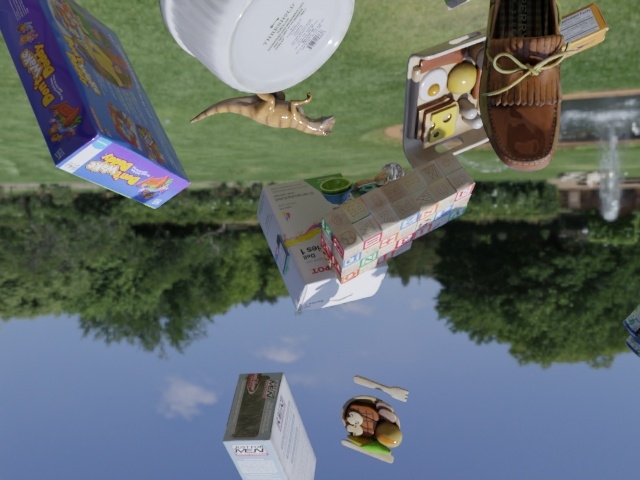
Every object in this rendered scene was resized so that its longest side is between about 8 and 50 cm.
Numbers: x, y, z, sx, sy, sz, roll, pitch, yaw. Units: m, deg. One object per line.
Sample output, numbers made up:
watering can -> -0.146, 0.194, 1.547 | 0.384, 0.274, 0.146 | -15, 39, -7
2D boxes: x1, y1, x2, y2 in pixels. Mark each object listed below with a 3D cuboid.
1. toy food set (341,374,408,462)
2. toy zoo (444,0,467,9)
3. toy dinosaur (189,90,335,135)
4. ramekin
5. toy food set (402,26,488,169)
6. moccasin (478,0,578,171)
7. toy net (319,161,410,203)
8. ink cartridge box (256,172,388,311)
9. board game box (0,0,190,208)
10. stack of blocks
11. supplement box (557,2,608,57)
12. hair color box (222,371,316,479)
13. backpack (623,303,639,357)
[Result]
toy food set -> 0.102, 0.368, 1.374 | 0.133, 0.192, 0.038 | 15, -152, 16
toy zoo -> 0.240, -0.590, 1.261 | 0.192, 0.293, 0.030 | -33, -168, -35
toy dinosaur -> -0.082, -0.190, 0.965 | 0.212, 0.112, 0.064 | 10, -149, -2
ramekin -> -0.059, -0.260, 0.749 | 0.207, 0.207, 0.109 | -4, -131, -52
toy food set -> 0.294, -0.300, 1.456 | 0.220, 0.306, 0.092 | -24, -128, -17
moccasin -> 0.335, -0.298, 1.108 | 0.139, 0.379, 0.147 | 7, 169, 11
toy net -> 0.116, -0.126, 1.481 | 0.232, 0.045, 0.122 | -26, -150, -29
ink cartridge box -> 0.000, 0.000, 1.543 | 0.202, 0.278, 0.117 | -12, 148, -22
board game box -> -0.358, -0.234, 1.067 | 0.078, 0.347, 0.233 | -34, 158, 11
stack of blocks -> 0.150, -0.042, 1.375 | 0.297, 0.087, 0.171 | -27, 158, -12
supplement box -> 0.538, -0.460, 1.597 | 0.234, 0.080, 0.078 | -20, 171, 12
hair color box -> -0.110, 0.502, 1.633 | 0.114, 0.374, 0.185 | -4, -139, 12
backpack -> 0.590, 0.172, 1.206 | 0.105, 0.084, 0.114 | 24, -156, -26
